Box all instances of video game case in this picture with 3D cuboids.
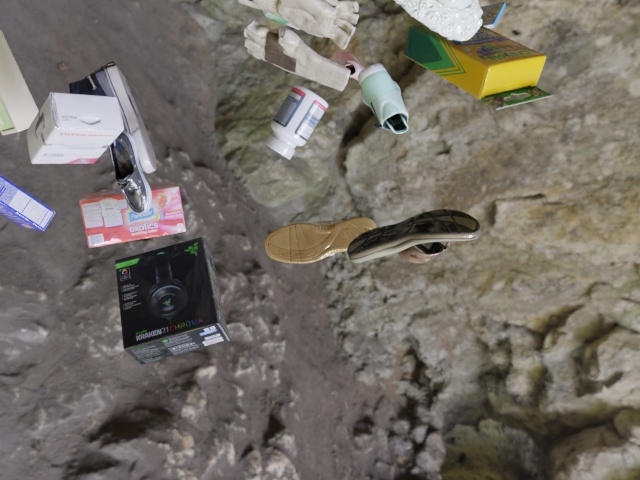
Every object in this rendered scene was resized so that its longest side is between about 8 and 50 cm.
[{"bbox_3d":[0.509,-0.727,1.978,0.015,0.166,0.119,53,55,-38],"label":"video game case"}]

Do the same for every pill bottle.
[{"bbox_3d":[-0.069,-0.314,1.610,0.108,0.180,0.108,32,5,-3],"label":"pill bottle"}]

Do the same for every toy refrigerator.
[{"bbox_3d":[-0.902,-0.441,1.699,0.094,0.102,0.270,-41,122,-44],"label":"toy refrigerator"}]

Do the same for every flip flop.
[{"bbox_3d":[0.187,0.008,1.216,0.080,0.277,0.112,65,24,-20],"label":"flip flop"}]

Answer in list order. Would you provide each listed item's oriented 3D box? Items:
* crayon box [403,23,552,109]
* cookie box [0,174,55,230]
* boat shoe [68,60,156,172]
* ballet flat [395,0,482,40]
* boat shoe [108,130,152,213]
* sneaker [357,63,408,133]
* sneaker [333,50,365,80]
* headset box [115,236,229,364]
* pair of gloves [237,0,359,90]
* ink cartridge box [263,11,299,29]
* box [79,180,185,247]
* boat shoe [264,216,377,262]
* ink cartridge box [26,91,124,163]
[{"bbox_3d":[0.385,-0.435,1.454,0.323,0.203,0.083,46,-39,37],"label":"crayon box"},{"bbox_3d":[-0.506,-0.062,0.989,0.107,0.091,0.040,45,62,-43],"label":"cookie box"},{"bbox_3d":[-0.592,-0.326,1.718,0.127,0.158,0.341,81,-13,-79],"label":"boat shoe"},{"bbox_3d":[0.195,-0.530,1.193,0.408,0.147,0.147,21,36,-26],"label":"ballet flat"},{"bbox_3d":[-0.513,-0.175,1.609,0.076,0.080,0.229,-56,142,-69],"label":"boat shoe"},{"bbox_3d":[0.161,-0.312,1.453,0.151,0.094,0.256,67,14,8],"label":"sneaker"},{"bbox_3d":[0.072,-0.490,1.675,0.070,0.051,0.134,0,40,-52],"label":"sneaker"},{"bbox_3d":[-0.396,0.151,1.607,0.131,0.246,0.283,80,-5,-60],"label":"headset box"},{"bbox_3d":[-0.038,-0.352,1.023,0.240,0.204,0.042,95,16,-74],"label":"pair of gloves"},{"bbox_3d":[-0.029,-0.692,1.728,0.181,0.224,0.056,-7,82,-58],"label":"ink cartridge box"},{"bbox_3d":[-0.595,-0.089,1.916,0.142,0.299,0.154,-145,-134,-66],"label":"box"},{"bbox_3d":[0.000,0.000,1.500,0.096,0.276,0.098,-164,-113,-87],"label":"boat shoe"},{"bbox_3d":[-0.588,-0.262,1.438,0.158,0.217,0.092,-7,80,-41],"label":"ink cartridge box"}]
